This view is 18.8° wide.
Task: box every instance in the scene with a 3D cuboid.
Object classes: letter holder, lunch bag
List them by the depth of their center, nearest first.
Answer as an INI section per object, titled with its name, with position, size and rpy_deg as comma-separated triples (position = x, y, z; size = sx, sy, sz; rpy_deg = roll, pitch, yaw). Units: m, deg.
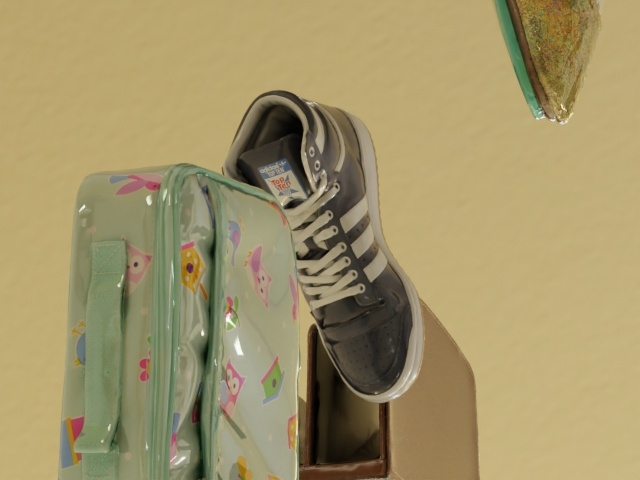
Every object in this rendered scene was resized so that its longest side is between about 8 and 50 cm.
[lunch bag]
position = -0.095, 0.092, 1.348
size = 0.224, 0.108, 0.279
rpy_deg = 26, -118, -68
[letter holder]
position = 0.043, 0.173, 1.874
size = 0.302, 0.152, 0.214
rpy_deg = 47, -140, -59

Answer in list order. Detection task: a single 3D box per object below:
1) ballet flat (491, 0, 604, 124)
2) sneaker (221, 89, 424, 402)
[ballet flat]
position = 0.144, -0.236, 1.332
size = 0.123, 0.123, 0.348
rpy_deg = 55, -166, -53
[sneaker]
position = 0.000, 0.000, 1.683
size = 0.153, 0.099, 0.282
rpy_deg = 24, -131, -58
